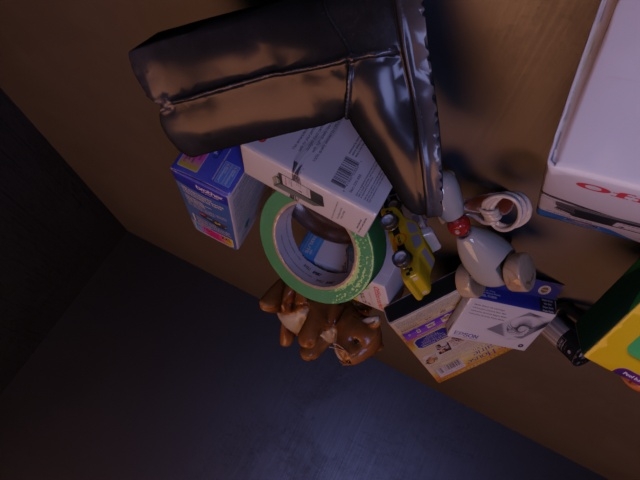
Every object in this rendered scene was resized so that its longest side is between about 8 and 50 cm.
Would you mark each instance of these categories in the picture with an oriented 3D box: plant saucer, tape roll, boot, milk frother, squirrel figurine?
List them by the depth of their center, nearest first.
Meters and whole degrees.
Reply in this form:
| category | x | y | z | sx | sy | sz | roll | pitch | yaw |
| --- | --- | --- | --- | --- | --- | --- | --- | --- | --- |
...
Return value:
| category | x | y | z | sx | sy | sz | roll | pitch | yaw |
| --- | --- | --- | --- | --- | --- | --- | --- | --- | --- |
| boot | -0.042 | -0.187 | 0.731 | 0.445 | 0.146 | 0.367 | -7 | 113 | 16 |
| tape roll | 0.000 | 0.000 | 1.114 | 0.321 | 0.077 | 0.321 | 15 | 122 | 26 |
| plant saucer | 0.023 | -0.126 | 1.127 | 0.311 | 0.050 | 0.310 | 22 | 139 | 21 |
| milk frother | 0.658 | 0.228 | 1.157 | 0.143 | 0.129 | 0.134 | 10 | -152 | -29 |
| squirrel figurine | 0.064 | 0.233 | 1.548 | 0.370 | 0.397 | 0.281 | 17 | 138 | 29 |

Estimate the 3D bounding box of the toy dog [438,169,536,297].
| category | x | y | z | sx | sy | sz | roll | pitch | yaw |
| --- | --- | --- | --- | --- | --- | --- | --- | --- | --- |
| toy dog | 0.340 | -0.026 | 0.956 | 0.220 | 0.161 | 0.333 | 8 | 136 | 32 |

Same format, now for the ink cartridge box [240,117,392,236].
| category | x | y | z | sx | sy | sz | roll | pitch | yaw |
| --- | --- | --- | --- | --- | --- | --- | --- | --- | --- |
| ink cartridge box | 0.017 | -0.175 | 0.909 | 0.289 | 0.211 | 0.121 | 29 | 160 | 4 |

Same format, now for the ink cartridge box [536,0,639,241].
| category | x | y | z | sx | sy | sz | roll | pitch | yaw |
| --- | --- | --- | --- | --- | --- | --- | --- | --- | --- |
| ink cartridge box | 0.399 | -0.082 | 0.474 | 0.285 | 0.166 | 0.395 | 20 | -175 | 24 |

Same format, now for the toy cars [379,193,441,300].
| category | x | y | z | sx | sy | sz | roll | pitch | yaw |
| --- | --- | --- | --- | --- | --- | --- | --- | --- | --- |
| toy cars | 0.203 | -0.012 | 0.969 | 0.176 | 0.087 | 0.393 | 64 | -164 | -7 |

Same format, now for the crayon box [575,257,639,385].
| category | x | y | z | sx | sy | sz | roll | pitch | yaw |
| --- | --- | --- | --- | --- | --- | --- | --- | --- | --- |
| crayon box | 0.680 | 0.143 | 0.723 | 0.363 | 0.106 | 0.313 | 27 | 124 | 6 |

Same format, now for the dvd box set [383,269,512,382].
| category | x | y | z | sx | sy | sz | roll | pitch | yaw |
| --- | --- | --- | --- | --- | --- | --- | --- | --- | --- |
| dvd box set | 0.399 | 0.246 | 1.299 | 0.308 | 0.062 | 0.420 | -30 | 132 | 12 |

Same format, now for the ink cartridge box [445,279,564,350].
| category | x | y | z | sx | sy | sz | roll | pitch | yaw |
| --- | --- | --- | --- | --- | --- | --- | --- | --- | --- |
| ink cartridge box | 0.461 | 0.181 | 1.141 | 0.223 | 0.045 | 0.224 | 11 | 130 | -3 |

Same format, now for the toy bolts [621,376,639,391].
| category | x | y | z | sx | sy | sz | roll | pitch | yaw |
| --- | --- | --- | --- | --- | --- | --- | --- | --- | --- |
| toy bolts | 0.779 | 0.339 | 0.995 | 0.158 | 0.218 | 0.228 | 21 | 154 | -14 |

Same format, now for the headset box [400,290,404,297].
| category | x | y | z | sx | sy | sz | roll | pitch | yaw |
| --- | --- | --- | --- | --- | --- | --- | --- | --- | --- |
| headset box | 0.253 | 0.176 | 1.621 | 0.083 | 0.032 | 0.062 | 42 | 156 | -24 |

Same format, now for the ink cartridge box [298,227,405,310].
| category | x | y | z | sx | sy | sz | roll | pitch | yaw |
| --- | --- | --- | --- | --- | --- | --- | --- | --- | --- |
| ink cartridge box | 0.111 | 0.045 | 1.287 | 0.270 | 0.197 | 0.198 | 20 | 156 | 24 |

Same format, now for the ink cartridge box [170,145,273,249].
| category | x | y | z | sx | sy | sz | roll | pitch | yaw |
| --- | --- | --- | --- | --- | --- | --- | --- | --- | --- |
| ink cartridge box | -0.206 | -0.181 | 1.090 | 0.151 | 0.270 | 0.395 | 26 | 159 | 2 |
